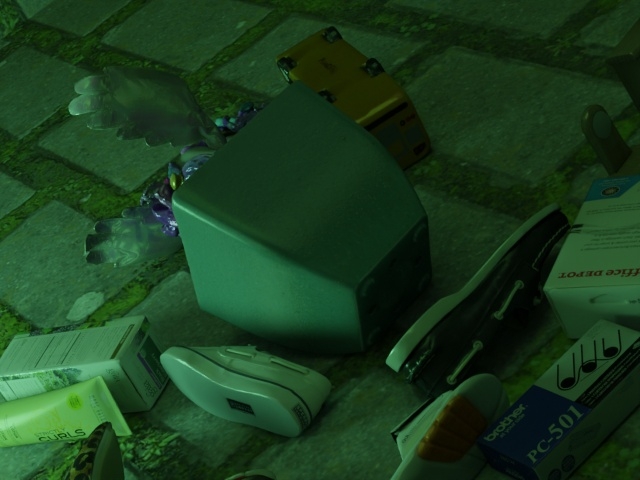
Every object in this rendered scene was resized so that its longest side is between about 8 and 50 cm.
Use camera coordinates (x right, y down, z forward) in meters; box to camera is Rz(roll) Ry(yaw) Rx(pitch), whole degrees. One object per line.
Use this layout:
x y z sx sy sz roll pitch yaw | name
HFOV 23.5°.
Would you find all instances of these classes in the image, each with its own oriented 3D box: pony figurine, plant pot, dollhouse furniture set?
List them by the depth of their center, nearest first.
0.524 -0.193 1.805 0.355 0.174 0.303 -5 37 52 | dollhouse furniture set
0.000 0.000 1.954 0.252 0.248 0.247 31 62 28 | plant pot
-0.166 -0.101 2.269 0.351 0.303 0.363 -7 16 -28 | pony figurine

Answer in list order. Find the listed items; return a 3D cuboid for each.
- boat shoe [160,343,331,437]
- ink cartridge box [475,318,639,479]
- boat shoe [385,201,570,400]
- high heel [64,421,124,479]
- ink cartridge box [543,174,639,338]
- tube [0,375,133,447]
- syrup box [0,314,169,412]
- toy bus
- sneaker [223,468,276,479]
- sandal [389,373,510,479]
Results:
-0.092 0.175 1.932 0.258 0.095 0.084 18 50 39 | boat shoe
0.273 0.175 1.648 0.207 0.046 0.097 -41 31 -18 | ink cartridge box
0.206 0.075 1.819 0.302 0.091 0.114 -43 -11 -20 | boat shoe
-0.340 0.335 1.877 0.186 0.093 0.261 -13 43 16 | high heel
0.363 0.016 1.770 0.148 0.086 0.203 -4 39 36 | ink cartridge box
-0.362 0.235 2.066 0.240 0.070 0.062 -12 63 32 | tube
-0.326 0.177 2.108 0.236 0.093 0.096 -10 35 30 | syrup box
0.044 -0.217 2.349 0.108 0.130 0.333 -33 30 -5 | toy bus
-0.112 0.323 1.764 0.158 0.061 0.065 -32 57 -3 | sneaker
0.101 0.238 1.645 0.076 0.102 0.265 14 53 47 | sandal
